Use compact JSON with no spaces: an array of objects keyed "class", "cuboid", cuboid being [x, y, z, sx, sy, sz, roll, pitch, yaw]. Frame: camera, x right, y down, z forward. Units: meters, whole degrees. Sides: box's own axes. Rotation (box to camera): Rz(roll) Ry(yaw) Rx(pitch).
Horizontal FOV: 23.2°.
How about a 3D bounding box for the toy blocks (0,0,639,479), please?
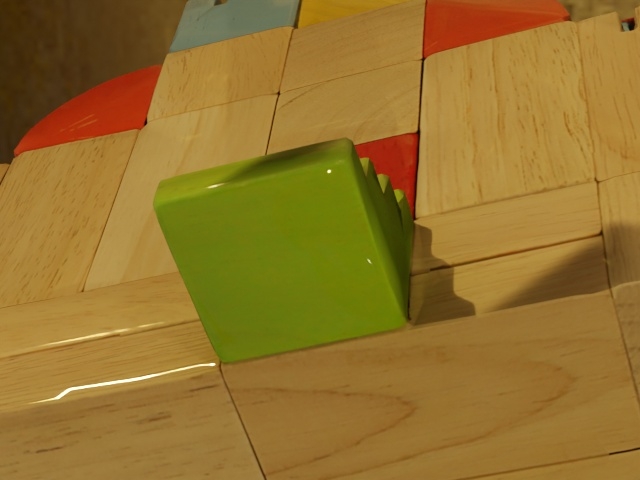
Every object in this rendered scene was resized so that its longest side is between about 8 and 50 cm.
[{"class":"toy blocks","cuboid":[0.000,0.000,0.508,0.261,0.382,0.190,-81,-24,-57]}]
